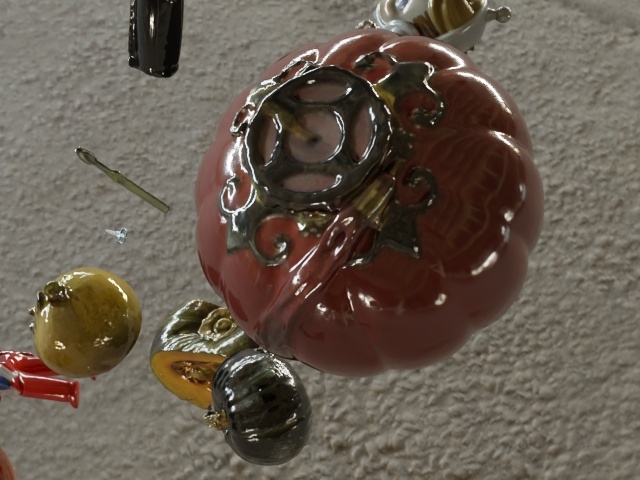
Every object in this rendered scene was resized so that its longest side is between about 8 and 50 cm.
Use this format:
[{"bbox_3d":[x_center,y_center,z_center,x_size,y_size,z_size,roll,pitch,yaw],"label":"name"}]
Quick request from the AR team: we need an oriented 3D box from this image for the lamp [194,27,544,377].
[{"bbox_3d":[0.037,-0.034,0.652,0.303,0.257,0.302,-7,68,17],"label":"lamp"}]

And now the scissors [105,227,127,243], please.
[{"bbox_3d":[-0.460,-0.016,1.698,0.083,0.036,0.006,15,3,41],"label":"scissors"}]

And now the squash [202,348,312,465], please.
[{"bbox_3d":[-0.091,0.256,1.155,0.193,0.193,0.156,37,47,25],"label":"squash"}]

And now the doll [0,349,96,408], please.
[{"bbox_3d":[-0.622,0.248,1.401,0.384,0.099,0.188,7,12,-1],"label":"doll"}]

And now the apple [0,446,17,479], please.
[{"bbox_3d":[-0.547,0.357,1.027,0.251,0.163,0.292,29,45,-12],"label":"apple"}]

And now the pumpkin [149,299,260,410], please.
[{"bbox_3d":[-0.179,0.216,1.391,0.281,0.190,0.139,3,43,33],"label":"pumpkin"}]

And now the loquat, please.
[{"bbox_3d":[-0.367,0.122,1.165,0.150,0.204,0.172,28,70,34],"label":"loquat"}]

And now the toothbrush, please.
[{"bbox_3d":[-0.413,-0.123,1.601,0.028,0.294,0.026,26,82,32],"label":"toothbrush"}]

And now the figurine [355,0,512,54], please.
[{"bbox_3d":[0.103,-0.261,1.013,0.274,0.133,0.193,-40,23,19],"label":"figurine"}]

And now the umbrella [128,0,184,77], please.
[{"bbox_3d":[-0.098,-0.270,0.488,0.118,0.339,0.118,8,30,-5],"label":"umbrella"}]
